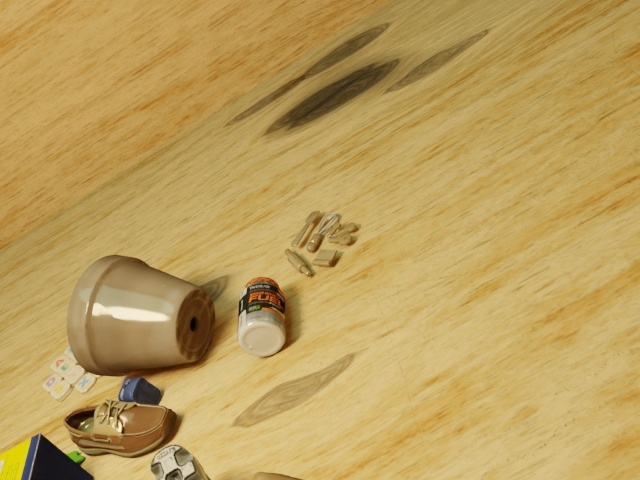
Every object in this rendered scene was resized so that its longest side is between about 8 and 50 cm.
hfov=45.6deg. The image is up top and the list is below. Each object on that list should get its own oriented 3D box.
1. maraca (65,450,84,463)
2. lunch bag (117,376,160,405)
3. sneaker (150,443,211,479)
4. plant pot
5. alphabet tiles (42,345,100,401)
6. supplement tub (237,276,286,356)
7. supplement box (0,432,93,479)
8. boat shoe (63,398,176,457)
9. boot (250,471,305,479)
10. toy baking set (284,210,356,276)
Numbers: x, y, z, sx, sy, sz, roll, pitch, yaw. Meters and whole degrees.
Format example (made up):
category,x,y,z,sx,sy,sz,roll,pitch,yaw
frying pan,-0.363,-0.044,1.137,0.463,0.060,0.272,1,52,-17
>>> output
category,x,y,z,sx,sy,sz,roll,pitch,yaw
maraca,-0.681,0.564,1.884,0.185,0.099,0.127,-9,23,2
lunch bag,-0.458,0.386,1.900,0.065,0.098,0.067,-15,42,35
sneaker,-0.214,0.553,1.437,0.122,0.146,0.331,-25,57,4
plant pot,-0.437,0.204,1.973,0.280,0.323,0.323,3,46,23
alphabet tiles,-0.697,0.348,2.258,0.284,0.021,0.278,-49,33,-20
supplement tub,-0.143,0.180,1.852,0.117,0.117,0.190,-27,33,14
supplement box,-0.729,0.638,1.732,0.356,0.194,0.195,-30,31,10
boat shoe,-0.498,0.447,1.835,0.323,0.120,0.123,-17,36,29
boot,-0.053,0.526,1.341,0.269,0.089,0.236,-8,33,39
toy baking set,-0.005,0.005,2.045,0.196,0.030,0.256,-39,31,-10
